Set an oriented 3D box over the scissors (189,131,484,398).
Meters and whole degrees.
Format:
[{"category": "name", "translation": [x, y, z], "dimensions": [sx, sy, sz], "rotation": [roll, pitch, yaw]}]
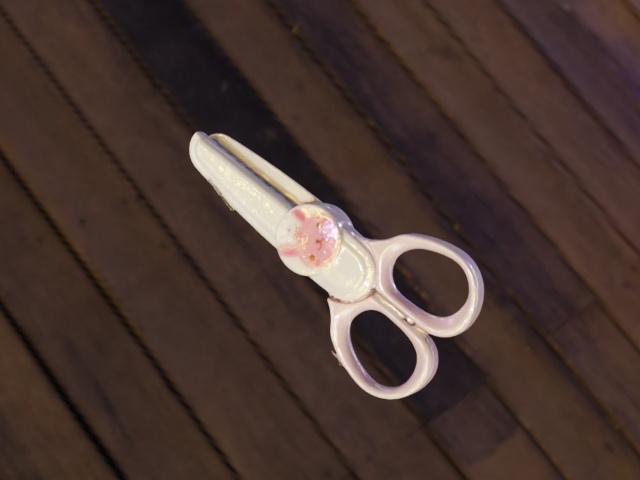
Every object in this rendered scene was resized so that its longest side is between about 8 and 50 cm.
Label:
[{"category": "scissors", "translation": [0.000, 0.000, 1.019], "dimensions": [0.242, 0.118, 0.030], "rotation": [41, 18, 17]}]
